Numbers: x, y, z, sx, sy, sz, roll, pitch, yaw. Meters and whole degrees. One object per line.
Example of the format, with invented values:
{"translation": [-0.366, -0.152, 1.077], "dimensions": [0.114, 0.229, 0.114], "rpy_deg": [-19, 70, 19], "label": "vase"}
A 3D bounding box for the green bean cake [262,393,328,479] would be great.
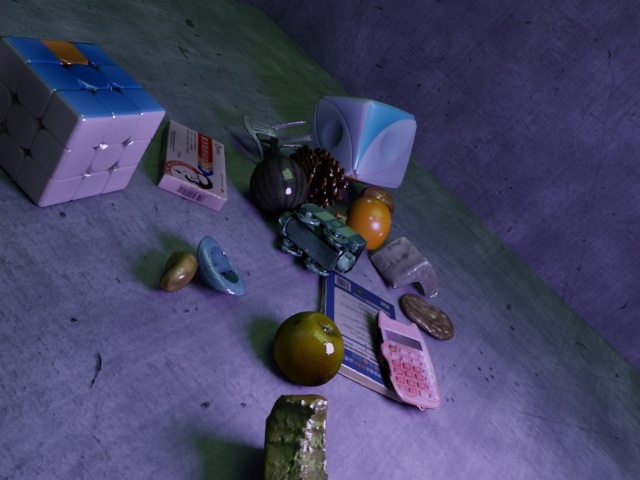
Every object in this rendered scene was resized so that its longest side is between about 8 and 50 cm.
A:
{"translation": [-0.050, 0.447, 1.042], "dimensions": [0.124, 0.232, 0.236], "rpy_deg": [4, 36, -6], "label": "green bean cake"}

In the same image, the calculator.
{"translation": [0.263, 0.374, 1.642], "dimensions": [0.220, 0.048, 0.329], "rpy_deg": [25, 34, -29], "label": "calculator"}

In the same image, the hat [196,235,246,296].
{"translation": [-0.282, 0.085, 1.446], "dimensions": [0.190, 0.078, 0.138], "rpy_deg": [58, 17, 8], "label": "hat"}

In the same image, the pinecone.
{"translation": [-0.018, -0.229, 2.071], "dimensions": [0.264, 0.264, 0.264], "rpy_deg": [30, 29, -19], "label": "pinecone"}

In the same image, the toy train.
{"translation": [0.000, 0.000, 1.812], "dimensions": [0.299, 0.166, 0.238], "rpy_deg": [37, 20, 18], "label": "toy train"}

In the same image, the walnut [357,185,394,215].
{"translation": [0.250, -0.158, 2.386], "dimensions": [0.184, 0.155, 0.155], "rpy_deg": [23, 32, -28], "label": "walnut"}

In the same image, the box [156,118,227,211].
{"translation": [-0.426, -0.259, 1.796], "dimensions": [0.214, 0.069, 0.353], "rpy_deg": [23, 34, -29], "label": "box"}

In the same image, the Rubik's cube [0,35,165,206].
{"translation": [-0.635, -0.304, 1.358], "dimensions": [0.292, 0.291, 0.290], "rpy_deg": [43, 28, 7], "label": "Rubik's cube"}

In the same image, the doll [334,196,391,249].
{"translation": [0.159, -0.080, 2.118], "dimensions": [0.236, 0.213, 0.213], "rpy_deg": [13, 35, -18], "label": "doll"}

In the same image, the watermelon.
{"translation": [-0.147, -0.193, 1.882], "dimensions": [0.212, 0.212, 0.212], "rpy_deg": [30, 29, -19], "label": "watermelon"}

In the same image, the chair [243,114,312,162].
{"translation": [-0.182, -0.413, 2.201], "dimensions": [0.275, 0.190, 0.203], "rpy_deg": [-5, 43, -15], "label": "chair"}

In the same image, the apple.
{"translation": [-0.027, 0.277, 1.395], "dimensions": [0.196, 0.157, 0.196], "rpy_deg": [35, 23, -17], "label": "apple"}

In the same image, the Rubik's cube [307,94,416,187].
{"translation": [0.176, -0.433, 2.372], "dimensions": [0.352, 0.351, 0.347], "rpy_deg": [10, 7, -43], "label": "Rubik's cube"}

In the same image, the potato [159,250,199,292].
{"translation": [-0.356, 0.080, 1.349], "dimensions": [0.070, 0.092, 0.138], "rpy_deg": [43, 25, -23], "label": "potato"}

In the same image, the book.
{"translation": [0.129, 0.285, 1.698], "dimensions": [0.300, 0.039, 0.428], "rpy_deg": [31, 29, -16], "label": "book"}

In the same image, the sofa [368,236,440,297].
{"translation": [0.342, 0.129, 2.128], "dimensions": [0.210, 0.176, 0.225], "rpy_deg": [54, 1, 42], "label": "sofa"}

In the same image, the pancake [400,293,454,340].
{"translation": [0.401, 0.289, 2.022], "dimensions": [0.236, 0.042, 0.222], "rpy_deg": [25, 28, -23], "label": "pancake"}
